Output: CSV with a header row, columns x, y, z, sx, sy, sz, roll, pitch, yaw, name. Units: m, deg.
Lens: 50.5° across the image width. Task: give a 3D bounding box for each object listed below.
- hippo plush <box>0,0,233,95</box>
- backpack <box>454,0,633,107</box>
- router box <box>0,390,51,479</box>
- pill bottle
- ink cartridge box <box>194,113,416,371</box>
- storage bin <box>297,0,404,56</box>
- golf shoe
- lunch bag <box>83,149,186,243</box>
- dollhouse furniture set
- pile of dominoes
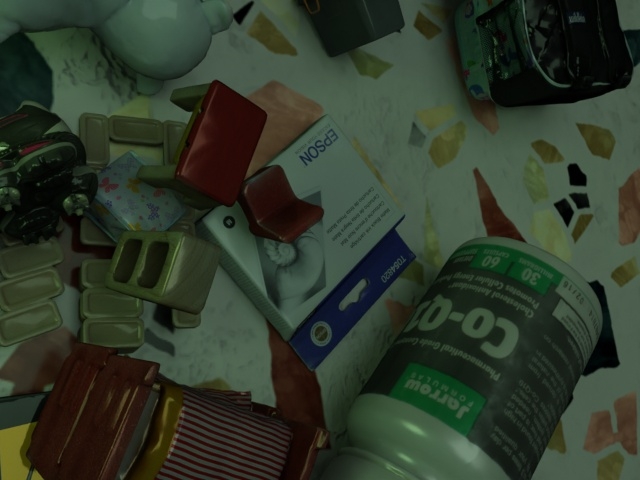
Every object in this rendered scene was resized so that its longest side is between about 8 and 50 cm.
x,y,z,sx,sy,sz,roll,pitch,yaw,name
-0.190,-0.266,0.638,0.236,0.234,0.294,19,50,-37,hippo plush
0.307,-0.319,0.957,0.225,0.191,0.254,-12,93,-33,backpack
-0.295,0.207,0.596,0.178,0.046,0.133,-2,81,-30,router box
0.157,0.186,0.766,0.204,0.204,0.361,46,61,-14,pill bottle
0.000,0.000,0.805,0.223,0.045,0.224,-45,103,-28,ink cartridge box
0.036,-0.284,0.836,0.098,0.135,0.091,-30,105,-26,storage bin
-0.337,-0.027,0.596,0.272,0.105,0.120,-28,57,-15,golf shoe
-0.186,-0.034,0.673,0.083,0.053,0.071,40,56,1,lunch bag
-0.084,0.062,0.619,0.201,0.152,0.374,29,74,-37,dollhouse furniture set
-0.228,-0.011,0.697,0.195,0.040,0.251,3,71,-28,pile of dominoes
